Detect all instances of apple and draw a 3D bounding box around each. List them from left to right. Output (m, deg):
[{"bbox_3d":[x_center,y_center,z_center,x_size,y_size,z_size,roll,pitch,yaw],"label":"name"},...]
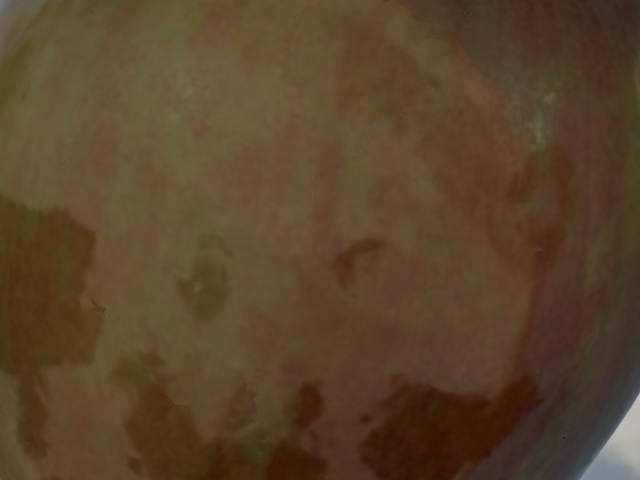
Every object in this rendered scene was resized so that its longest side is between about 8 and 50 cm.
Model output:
[{"bbox_3d":[0.000,0.000,0.526,0.257,0.257,0.234,3,-89,40],"label":"apple"}]
